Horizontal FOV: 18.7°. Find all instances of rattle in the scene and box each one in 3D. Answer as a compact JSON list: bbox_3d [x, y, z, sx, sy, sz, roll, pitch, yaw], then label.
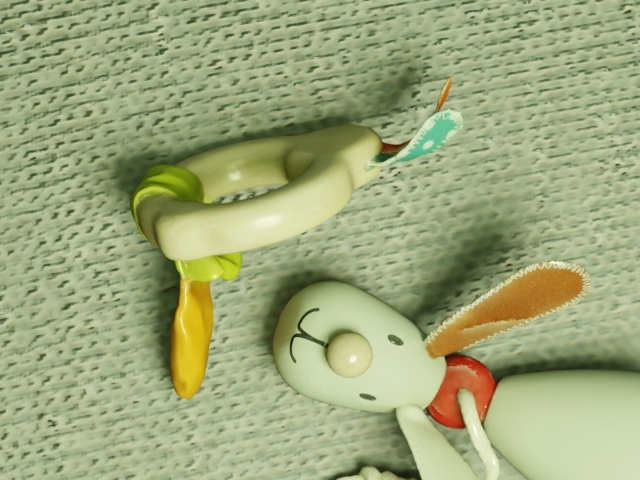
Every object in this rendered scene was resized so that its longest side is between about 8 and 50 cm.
[{"bbox_3d":[0.000,0.000,1.131,0.200,0.130,0.142,-17,95,-17],"label":"rattle"}]

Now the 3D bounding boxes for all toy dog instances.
[{"bbox_3d":[0.144,0.119,1.123,0.334,0.161,0.220,-1,93,-7],"label":"toy dog"}]
